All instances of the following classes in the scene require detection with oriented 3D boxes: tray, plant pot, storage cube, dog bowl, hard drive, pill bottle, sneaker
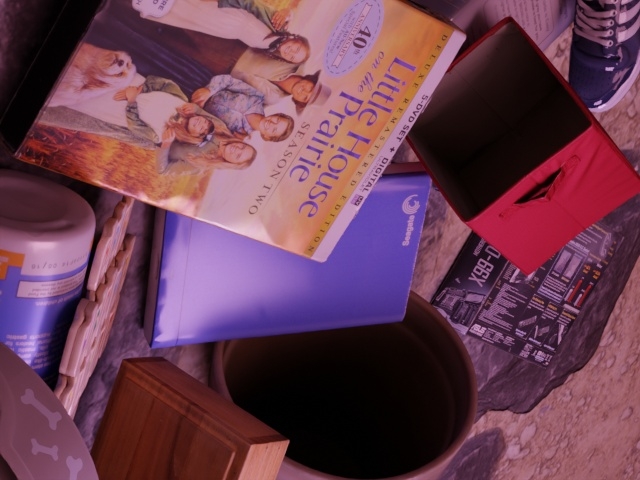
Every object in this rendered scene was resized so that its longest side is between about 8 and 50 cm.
[{"bbox_3d":[-0.195,0.357,1.884,0.076,0.203,0.411,3,111,-54],"label":"tray"},{"bbox_3d":[0.003,0.238,2.122,0.323,0.323,0.280,-31,155,-34],"label":"plant pot"},{"bbox_3d":[0.231,-0.104,1.979,0.184,0.215,0.193,-39,147,11],"label":"storage cube"},{"bbox_3d":[-0.351,0.216,1.587,0.102,0.349,0.348,-42,146,-44],"label":"dog bowl"},{"bbox_3d":[-0.038,0.016,1.967,0.319,0.040,0.210,-5,124,-22],"label":"hard drive"},{"bbox_3d":[-0.319,0.080,1.668,0.152,0.152,0.272,-12,126,-48],"label":"pill bottle"},{"bbox_3d":[0.341,-0.294,2.052,0.153,0.099,0.282,-2,112,-58],"label":"sneaker"}]

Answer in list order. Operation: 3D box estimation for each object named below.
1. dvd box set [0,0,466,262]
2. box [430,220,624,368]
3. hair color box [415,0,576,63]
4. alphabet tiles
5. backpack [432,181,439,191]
[{"bbox_3d":[-0.080,-0.161,1.735,0.420,0.062,0.307,20,109,-41],"label":"dvd box set"},{"bbox_3d":[0.310,0.048,2.529,0.307,0.076,0.242,23,98,-57],"label":"box"},{"bbox_3d":[0.248,-0.340,2.091,0.374,0.114,0.185,-44,146,-18],"label":"hair color box"},{"bbox_3d":[-0.234,0.093,1.750,0.284,0.021,0.278,-79,-175,-73],"label":"alphabet tiles"},{"bbox_3d":[0.203,-0.099,2.247,0.114,0.105,0.084,-11,103,-47],"label":"backpack"}]
